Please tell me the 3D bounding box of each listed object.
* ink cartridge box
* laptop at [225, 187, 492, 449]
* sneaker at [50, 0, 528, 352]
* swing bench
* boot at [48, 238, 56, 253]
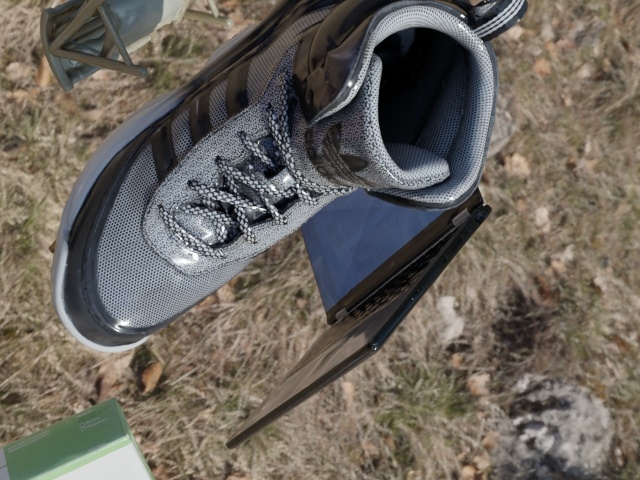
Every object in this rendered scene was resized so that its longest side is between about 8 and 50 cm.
[{"bbox_3d":[-0.229,0.269,0.726,0.171,0.235,0.056,-24,43,-15],"label":"ink cartridge box"},{"bbox_3d":[0.000,0.000,0.999,0.236,0.382,0.408,45,50,1],"label":"laptop"},{"bbox_3d":[-0.022,-0.036,0.373,0.101,0.268,0.153,45,-3,-28],"label":"sneaker"},{"bbox_3d":[-0.350,-0.409,1.444,0.253,0.255,0.165,-46,125,-38],"label":"swing bench"},{"bbox_3d":[-0.204,-0.054,0.944,0.280,0.264,0.096,-51,131,-11],"label":"boot"}]
